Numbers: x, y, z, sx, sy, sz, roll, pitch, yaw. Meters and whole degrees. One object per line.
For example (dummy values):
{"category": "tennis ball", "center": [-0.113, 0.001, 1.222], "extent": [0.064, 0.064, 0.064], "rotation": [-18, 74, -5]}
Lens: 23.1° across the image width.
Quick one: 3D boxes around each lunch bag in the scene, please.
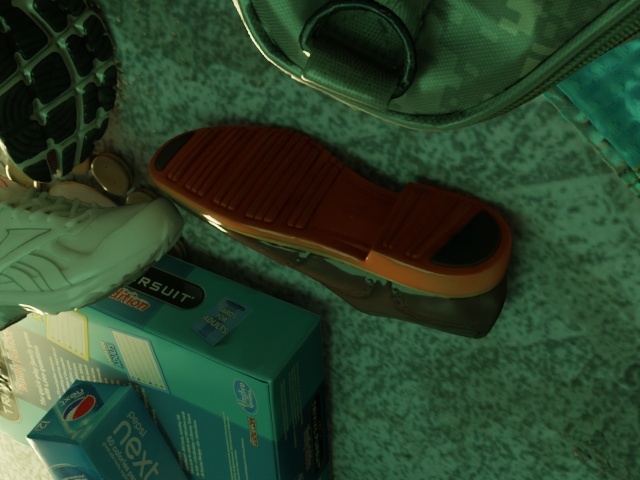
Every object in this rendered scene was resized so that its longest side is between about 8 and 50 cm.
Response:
{"category": "lunch bag", "center": [0.078, -0.198, 0.570], "extent": [0.213, 0.305, 0.256], "rotation": [28, 119, -3]}

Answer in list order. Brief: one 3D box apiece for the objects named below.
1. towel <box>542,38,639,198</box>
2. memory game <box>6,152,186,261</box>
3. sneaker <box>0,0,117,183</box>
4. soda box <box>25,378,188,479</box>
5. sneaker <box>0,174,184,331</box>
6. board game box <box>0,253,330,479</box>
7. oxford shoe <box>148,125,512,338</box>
{"category": "towel", "center": [0.282, -0.062, 0.750], "extent": [0.370, 0.040, 0.271], "rotation": [45, 126, -12]}
{"category": "memory game", "center": [-0.184, -0.011, 1.287], "extent": [0.186, 0.012, 0.186], "rotation": [23, 137, 23]}
{"category": "sneaker", "center": [-0.236, -0.175, 1.138], "extent": [0.118, 0.107, 0.279], "rotation": [26, 141, 50]}
{"category": "soda box", "center": [-0.151, 0.214, 1.282], "extent": [0.067, 0.071, 0.210], "rotation": [2, 130, 39]}
{"category": "sneaker", "center": [-0.209, -0.002, 1.143], "extent": [0.232, 0.090, 0.115], "rotation": [-19, 98, 25]}
{"category": "board game box", "center": [-0.156, 0.111, 1.305], "extent": [0.336, 0.079, 0.253], "rotation": [22, 140, 22]}
{"category": "oxford shoe", "center": [0.000, 0.000, 1.081], "extent": [0.271, 0.097, 0.098], "rotation": [22, 143, 23]}
